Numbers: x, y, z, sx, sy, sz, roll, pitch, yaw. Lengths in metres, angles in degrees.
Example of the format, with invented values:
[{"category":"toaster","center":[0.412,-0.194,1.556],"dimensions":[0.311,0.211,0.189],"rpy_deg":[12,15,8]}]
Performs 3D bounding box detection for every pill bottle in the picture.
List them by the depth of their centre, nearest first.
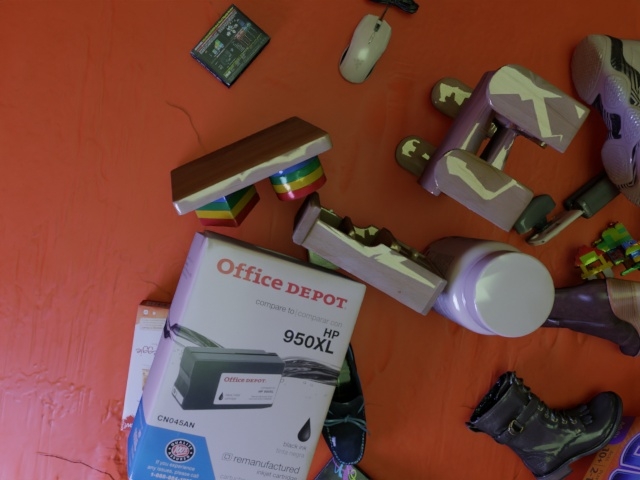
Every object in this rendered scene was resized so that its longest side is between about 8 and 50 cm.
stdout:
[{"category":"pill bottle","center":[0.281,0.078,1.067],"dimensions":[0.160,0.283,0.160],"rpy_deg":[0,93,-7]}]

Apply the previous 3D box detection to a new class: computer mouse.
[{"category":"computer mouse","center":[0.102,-0.390,1.141],"dimensions":[0.106,0.042,0.193],"rpy_deg":[26,89,-9]}]

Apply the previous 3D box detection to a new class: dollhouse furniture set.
[{"category":"dollhouse furniture set","center":[0.160,-0.122,1.003],"dimensions":[0.256,0.362,0.394],"rpy_deg":[29,101,-8]}]

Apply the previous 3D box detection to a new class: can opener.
[{"category":"can opener","center":[0.510,-0.092,1.196],"dimensions":[0.283,0.076,0.095],"rpy_deg":[-38,98,-6]}]

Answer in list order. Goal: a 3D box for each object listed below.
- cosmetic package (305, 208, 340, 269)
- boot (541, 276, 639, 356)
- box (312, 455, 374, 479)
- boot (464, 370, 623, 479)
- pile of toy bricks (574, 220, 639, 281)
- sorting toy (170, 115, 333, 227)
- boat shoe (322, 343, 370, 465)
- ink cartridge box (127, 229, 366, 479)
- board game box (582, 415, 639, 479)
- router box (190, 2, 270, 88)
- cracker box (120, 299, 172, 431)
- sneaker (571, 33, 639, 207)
[{"category":"cosmetic package","center":[0.000,0.000,1.146],"dimensions":[0.060,0.041,0.115],"rpy_deg":[-6,93,-8]},{"category":"boot","center":[0.538,0.157,1.203],"dimensions":[0.206,0.248,0.090],"rpy_deg":[-6,49,21]},{"category":"box","center":[0.059,0.504,1.166],"dimensions":[0.162,0.029,0.116],"rpy_deg":[41,86,6]},{"category":"boot","center":[0.448,0.343,1.201],"dimensions":[0.263,0.091,0.229],"rpy_deg":[-45,98,-2]},{"category":"pile of toy bricks","center":[0.610,0.011,1.213],"dimensions":[0.212,0.118,0.105],"rpy_deg":[-28,68,10]},{"category":"sorting toy","center":[-0.117,-0.108,1.026],"dimensions":[0.257,0.255,0.089],"rpy_deg":[-25,112,-6]},{"category":"boat shoe","center":[0.031,0.301,1.132],"dimensions":[0.109,0.089,0.258],"rpy_deg":[-14,90,-8]},{"category":"ink cartridge box","center":[-0.127,0.210,1.017],"dimensions":[0.285,0.166,0.395],"rpy_deg":[18,89,-18]},{"category":"board game box","center":[0.705,0.574,1.063],"dimensions":[0.356,0.356,0.356],"rpy_deg":[48,65,-7]},{"category":"router box","center":[-0.165,-0.357,1.107],"dimensions":[0.092,0.038,0.122],"rpy_deg":[41,87,-8]},{"category":"cracker box","center":[-0.269,0.235,1.106],"dimensions":[0.155,0.067,0.232],"rpy_deg":[8,92,-10]},{"category":"sneaker","center":[0.638,-0.241,1.138],"dimensions":[0.210,0.137,0.366],"rpy_deg":[-10,71,-9]}]
